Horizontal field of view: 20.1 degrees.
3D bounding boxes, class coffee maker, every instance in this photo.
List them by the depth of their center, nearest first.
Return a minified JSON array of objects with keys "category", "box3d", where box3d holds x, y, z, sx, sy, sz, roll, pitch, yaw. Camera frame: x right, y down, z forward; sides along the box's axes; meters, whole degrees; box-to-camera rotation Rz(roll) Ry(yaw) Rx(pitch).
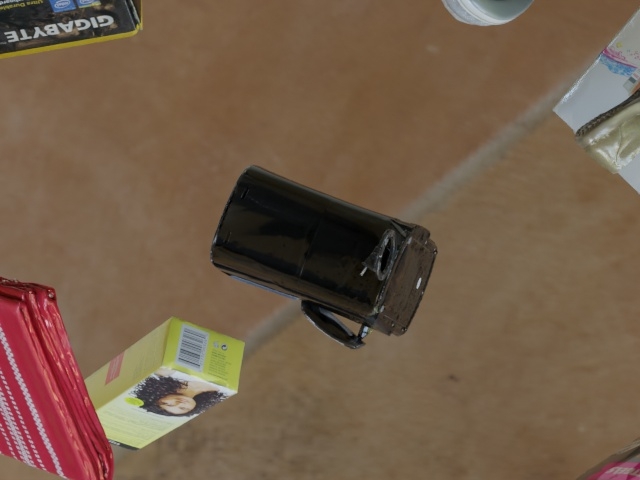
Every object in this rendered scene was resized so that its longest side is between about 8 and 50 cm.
[{"category":"coffee maker","box3d":[0.000,0.000,1.634,0.178,0.171,0.120,20,62,19]}]

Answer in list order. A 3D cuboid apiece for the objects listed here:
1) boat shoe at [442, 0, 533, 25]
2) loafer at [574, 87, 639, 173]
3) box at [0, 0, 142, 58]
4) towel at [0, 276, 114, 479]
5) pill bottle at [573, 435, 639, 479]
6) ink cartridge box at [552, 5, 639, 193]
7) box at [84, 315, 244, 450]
[{"category":"boat shoe","box3d":[0.158,-0.317,1.776,0.103,0.118,0.320,-40,32,41]},{"category":"loafer","box3d":[0.281,-0.104,1.517,0.148,0.056,0.050,-30,98,-13]},{"category":"box","box3d":[-0.299,-0.245,1.341,0.322,0.079,0.257,-10,55,4]},{"category":"towel","box3d":[-0.274,0.071,1.271,0.275,0.199,0.031,16,49,29]},{"category":"pill bottle","box3d":[0.117,0.197,0.776,0.162,0.278,0.162,29,132,38]},{"category":"ink cartridge box","box3d":[0.328,-0.136,1.640,0.127,0.128,0.176,48,110,22]},{"category":"box","box3d":[-0.167,0.147,1.801,0.232,0.087,0.058,-35,40,54]}]
